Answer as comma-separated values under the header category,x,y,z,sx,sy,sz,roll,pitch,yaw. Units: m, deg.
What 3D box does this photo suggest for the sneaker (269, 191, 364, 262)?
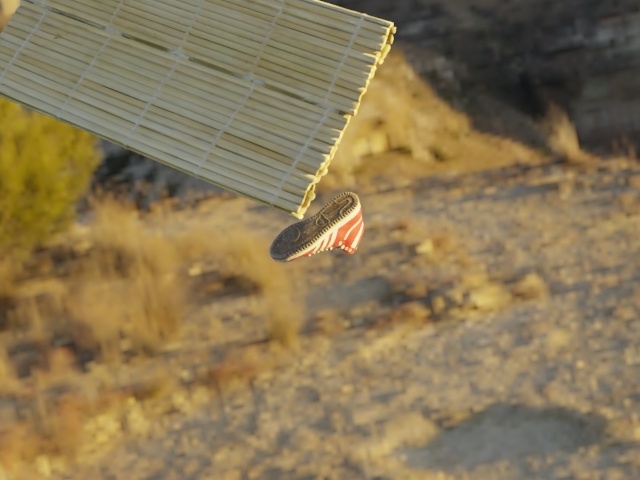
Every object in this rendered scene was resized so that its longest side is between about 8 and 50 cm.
category,x,y,z,sx,sy,sz,roll,pitch,yaw
sneaker,0.000,0.000,1.802,0.118,0.067,0.042,-33,55,-8

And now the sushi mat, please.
category,x,y,z,sx,sy,sz,roll,pitch,yaw
sushi mat,-0.105,-0.131,1.147,0.317,0.151,0.019,22,-13,29
